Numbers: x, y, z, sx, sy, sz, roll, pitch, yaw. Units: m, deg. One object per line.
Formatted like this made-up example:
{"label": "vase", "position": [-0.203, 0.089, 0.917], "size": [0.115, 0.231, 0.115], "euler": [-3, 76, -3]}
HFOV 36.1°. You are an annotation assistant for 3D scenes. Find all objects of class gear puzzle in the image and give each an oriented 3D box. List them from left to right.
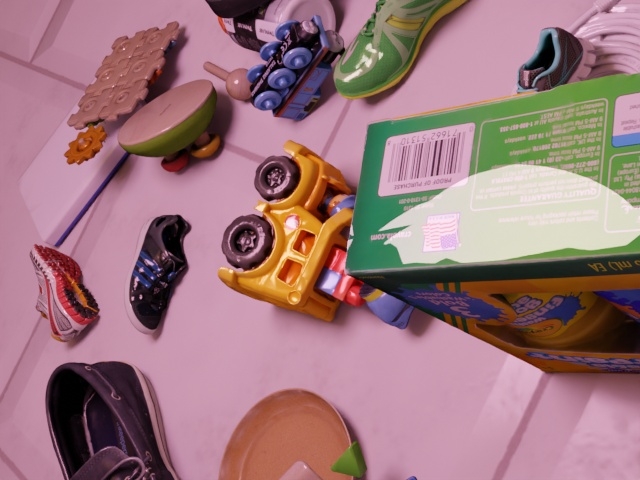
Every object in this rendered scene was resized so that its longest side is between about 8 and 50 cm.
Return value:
{"label": "gear puzzle", "position": [-0.356, -0.256, 1.750], "size": [0.176, 0.044, 0.338], "euler": [-7, 47, 32]}

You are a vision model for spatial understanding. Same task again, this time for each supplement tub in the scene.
{"label": "supplement tub", "position": [-0.075, -0.353, 1.561], "size": [0.190, 0.117, 0.117], "euler": [25, 89, 45]}

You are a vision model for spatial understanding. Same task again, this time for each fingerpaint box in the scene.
{"label": "fingerpaint box", "position": [0.311, 0.007, 0.865], "size": [0.445, 0.371, 0.163], "euler": [-5, 68, 40]}

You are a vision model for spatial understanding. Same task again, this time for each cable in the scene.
{"label": "cable", "position": [0.328, -0.142, 1.119], "size": [0.257, 0.089, 0.257], "euler": [-33, 53, 28]}

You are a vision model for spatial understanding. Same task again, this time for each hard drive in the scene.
{"label": "hard drive", "position": [-0.453, -0.171, 1.874], "size": [0.318, 0.040, 0.210], "euler": [-50, 46, 13]}

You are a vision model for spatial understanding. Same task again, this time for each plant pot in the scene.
{"label": "plant pot", "position": [-0.041, 0.313, 1.286], "size": [0.236, 0.032, 0.236], "euler": [-18, 61, 35]}

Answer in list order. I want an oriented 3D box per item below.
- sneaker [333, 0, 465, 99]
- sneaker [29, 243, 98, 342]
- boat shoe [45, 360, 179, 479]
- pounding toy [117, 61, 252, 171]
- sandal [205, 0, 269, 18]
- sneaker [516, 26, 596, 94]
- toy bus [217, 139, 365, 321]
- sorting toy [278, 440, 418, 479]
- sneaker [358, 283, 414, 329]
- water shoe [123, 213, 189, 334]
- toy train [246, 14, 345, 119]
{"label": "sneaker", "position": [0.109, -0.330, 1.378], "size": [0.295, 0.124, 0.109], "euler": [-48, 47, 15]}
{"label": "sneaker", "position": [-0.477, 0.089, 1.744], "size": [0.092, 0.088, 0.225], "euler": [-50, 46, 15]}
{"label": "boat shoe", "position": [-0.283, 0.368, 1.395], "size": [0.187, 0.156, 0.500], "euler": [-43, 49, 17]}
{"label": "pounding toy", "position": [-0.213, -0.189, 1.643], "size": [0.237, 0.110, 0.183], "euler": [-40, 29, -18]}
{"label": "sandal", "position": [0.007, -0.493, 1.474], "size": [0.446, 0.107, 0.167], "euler": [-33, 40, 1]}
{"label": "sneaker", "position": [0.238, -0.164, 1.092], "size": [0.065, 0.076, 0.166], "euler": [24, 89, 47]}
{"label": "toy bus", "position": [0.000, 0.000, 1.325], "size": [0.212, 0.149, 0.220], "euler": [22, 84, 32]}
{"label": "sorting toy", "position": [-0.010, 0.388, 1.176], "size": [0.196, 0.047, 0.347], "euler": [44, 102, 9]}
{"label": "sneaker", "position": [0.139, 0.019, 1.244], "size": [0.209, 0.082, 0.069], "euler": [-51, 13, -11]}
{"label": "water shoe", "position": [-0.261, 0.049, 1.577], "size": [0.080, 0.073, 0.203], "euler": [-14, 63, 35]}
{"label": "toy train", "position": [-0.036, -0.256, 1.459], "size": [0.184, 0.105, 0.080], "euler": [-48, 50, 45]}
